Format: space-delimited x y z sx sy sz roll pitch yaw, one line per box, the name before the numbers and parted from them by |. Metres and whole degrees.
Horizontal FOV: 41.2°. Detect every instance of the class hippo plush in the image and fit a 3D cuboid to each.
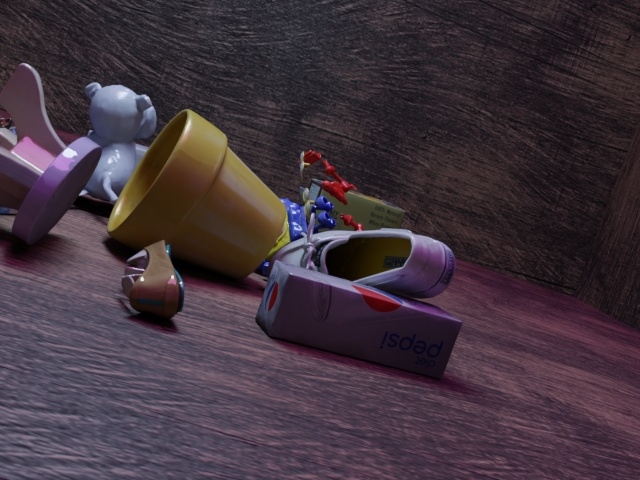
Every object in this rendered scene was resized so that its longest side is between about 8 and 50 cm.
hippo plush | -0.457 -0.206 1.773 0.235 0.236 0.294 7 5 11

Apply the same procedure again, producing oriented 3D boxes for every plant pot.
plant pot | -0.200 -0.059 1.475 0.239 0.254 0.254 32 0 -22

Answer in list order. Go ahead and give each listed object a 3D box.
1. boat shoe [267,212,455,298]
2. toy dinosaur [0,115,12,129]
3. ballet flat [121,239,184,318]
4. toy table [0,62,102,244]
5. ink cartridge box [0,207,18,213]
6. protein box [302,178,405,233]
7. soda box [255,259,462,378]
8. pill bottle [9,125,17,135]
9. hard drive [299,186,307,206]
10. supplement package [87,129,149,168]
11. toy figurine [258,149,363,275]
boat shoe | 0.022 0.033 1.371 0.367 0.135 0.156 0 -18 42
toy dinosaur | -0.737 -0.190 1.547 0.296 0.127 0.200 8 -4 13
ballet flat | -0.230 0.045 1.142 0.073 0.080 0.232 1 9 -15
toy table | -0.436 -0.112 1.243 0.161 0.252 0.274 34 -9 -8
ink cartridge box | -0.528 -0.099 1.450 0.092 0.089 0.143 20 5 14
protein box | 0.052 -0.011 1.915 0.200 0.201 0.136 17 6 -15
soda box | 0.057 0.117 1.255 0.287 0.098 0.091 17 6 -20
pill bottle | -0.565 -0.148 1.639 0.123 0.122 0.219 15 6 -31
hard drive | 0.054 -0.072 2.122 0.172 0.054 0.255 17 6 -27
supplement package | -0.445 -0.160 2.058 0.134 0.139 0.244 24 7 38
toy figurine | -0.044 0.026 1.675 0.191 0.217 0.362 32 39 -43
